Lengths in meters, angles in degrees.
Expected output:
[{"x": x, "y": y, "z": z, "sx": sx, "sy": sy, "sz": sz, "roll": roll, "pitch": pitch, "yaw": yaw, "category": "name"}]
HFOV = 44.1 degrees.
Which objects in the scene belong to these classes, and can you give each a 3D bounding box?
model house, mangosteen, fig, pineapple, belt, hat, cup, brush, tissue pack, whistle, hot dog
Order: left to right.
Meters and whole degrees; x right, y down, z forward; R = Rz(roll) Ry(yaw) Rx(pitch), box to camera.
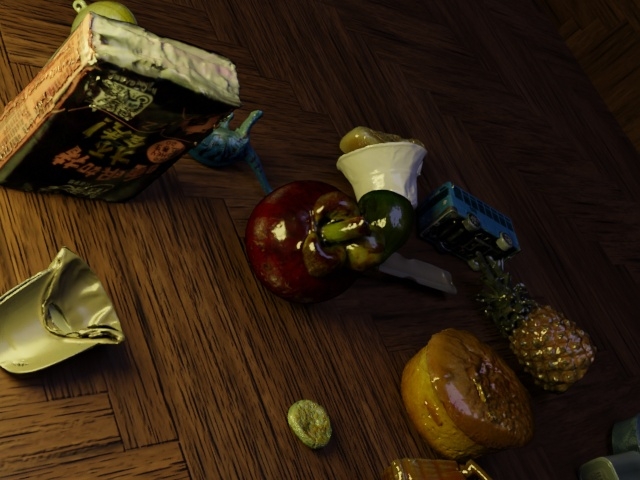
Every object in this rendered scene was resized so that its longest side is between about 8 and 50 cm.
[{"x": -0.354, "y": 0.101, "z": 1.030, "sx": 0.175, "sy": 0.085, "sz": 0.147, "roll": -27, "pitch": 89, "yaw": -30, "category": "hat"}, {"x": -0.297, "y": -0.173, "z": 1.102, "sx": 0.245, "sy": 0.332, "sz": 0.123, "roll": 9, "pitch": 60, "yaw": -43, "category": "tissue pack"}, {"x": -0.348, "y": -0.336, "z": 1.390, "sx": 0.223, "sy": 0.123, "sz": 0.123, "roll": 48, "pitch": 34, "yaw": -24, "category": "whistle"}, {"x": 0.000, "y": 0.000, "z": 1.315, "sx": 0.215, "sy": 0.257, "sz": 0.215, "roll": 6, "pitch": 81, "yaw": -41, "category": "mangosteen"}, {"x": 0.134, "y": -0.116, "z": 1.654, "sx": 0.203, "sy": 0.203, "sz": 0.126, "roll": 8, "pitch": 71, "yaw": -42, "category": "hat"}, {"x": 0.123, "y": -0.019, "z": 1.513, "sx": 0.117, "sy": 0.117, "sz": 0.177, "roll": 31, "pitch": 42, "yaw": -22, "category": "fig"}, {"x": 0.151, "y": -0.198, "z": 1.795, "sx": 0.242, "sy": 0.084, "sz": 0.073, "roll": 7, "pitch": 52, "yaw": -44, "category": "hot dog"}, {"x": 0.156, "y": 0.061, "z": 1.598, "sx": 0.321, "sy": 0.050, "sz": 0.060, "roll": 18, "pitch": 43, "yaw": -38, "category": "brush"}, {"x": 0.185, "y": 0.420, "z": 1.163, "sx": 0.229, "sy": 0.219, "sz": 0.199, "roll": 21, "pitch": 58, "yaw": -50, "category": "model house"}, {"x": 0.437, "y": 0.169, "z": 1.717, "sx": 0.340, "sy": 0.169, "sz": 0.169, "roll": 47, "pitch": 35, "yaw": 12, "category": "pineapple"}, {"x": 0.615, "y": 0.507, "z": 1.627, "sx": 0.129, "sy": 0.095, "sz": 0.128, "roll": 7, "pitch": 55, "yaw": -39, "category": "cup"}, {"x": 0.721, "y": 0.478, "z": 1.770, "sx": 0.141, "sy": 0.082, "sz": 0.190, "roll": 43, "pitch": 35, "yaw": -12, "category": "belt"}]

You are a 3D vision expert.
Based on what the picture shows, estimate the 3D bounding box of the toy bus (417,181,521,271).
[{"x": 0.335, "y": -0.032, "z": 1.809, "sx": 0.234, "sy": 0.116, "sz": 0.134, "roll": 27, "pitch": 41, "yaw": -30, "category": "toy bus"}]

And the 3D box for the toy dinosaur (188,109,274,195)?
[{"x": -0.191, "y": -0.192, "z": 1.440, "sx": 0.329, "sy": 0.076, "sz": 0.144, "roll": 24, "pitch": 75, "yaw": -31, "category": "toy dinosaur"}]

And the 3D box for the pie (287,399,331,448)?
[{"x": -0.015, "y": 0.288, "z": 1.236, "sx": 0.084, "sy": 0.021, "sz": 0.084, "roll": 28, "pitch": 37, "yaw": -23, "category": "pie"}]

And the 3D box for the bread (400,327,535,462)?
[{"x": 0.263, "y": 0.278, "z": 1.432, "sx": 0.268, "sy": 0.145, "sz": 0.268, "roll": 31, "pitch": 36, "yaw": -26, "category": "bread"}]
